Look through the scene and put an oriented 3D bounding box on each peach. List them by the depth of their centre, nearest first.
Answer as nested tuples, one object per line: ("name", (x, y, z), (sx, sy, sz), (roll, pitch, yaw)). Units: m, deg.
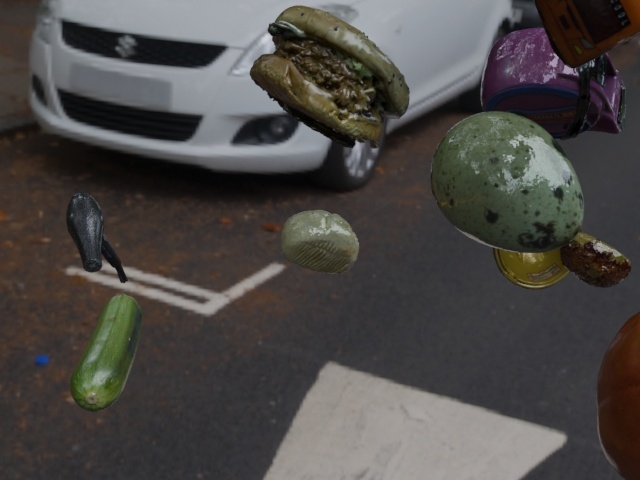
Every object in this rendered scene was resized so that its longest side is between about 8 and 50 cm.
("peach", (0.591, 0.245, 1.443), (0.342, 0.343, 0.302), (18, -16, 27))

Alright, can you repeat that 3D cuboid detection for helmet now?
("helmet", (0.481, -0.026, 2.149), (0.205, 0.257, 0.140), (-14, 21, 2))

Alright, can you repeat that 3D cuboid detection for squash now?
("squash", (-0.264, 0.138, 1.173), (0.066, 0.066, 0.229), (6, 25, -4))

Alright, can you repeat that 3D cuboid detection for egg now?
("egg", (0.252, -0.073, 1.252), (0.177, 0.177, 0.228), (-13, 43, -43))

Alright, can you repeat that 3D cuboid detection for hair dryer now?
("hair dryer", (-0.428, 0.029, 1.853), (0.075, 0.219, 0.196), (-24, 48, 1))

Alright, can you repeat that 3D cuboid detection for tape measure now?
("tape measure", (0.409, -0.275, 1.669), (0.231, 0.149, 0.245), (3, -20, 30))

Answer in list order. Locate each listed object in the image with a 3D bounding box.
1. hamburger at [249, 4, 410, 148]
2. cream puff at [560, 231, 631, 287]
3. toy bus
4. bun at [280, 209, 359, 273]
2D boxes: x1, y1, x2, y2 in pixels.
("hamburger", (0.020, -0.317, 1.835), (0.318, 0.195, 0.277), (34, -3, 0))
("cream puff", (0.543, 0.043, 1.868), (0.149, 0.084, 0.149), (28, 0, 0))
("toy bus", (0.304, -0.278, 0.943), (0.092, 0.093, 0.409), (-23, 14, 36))
("bun", (0.000, 0.000, 2.064), (0.188, 0.164, 0.111), (18, 51, -21))
